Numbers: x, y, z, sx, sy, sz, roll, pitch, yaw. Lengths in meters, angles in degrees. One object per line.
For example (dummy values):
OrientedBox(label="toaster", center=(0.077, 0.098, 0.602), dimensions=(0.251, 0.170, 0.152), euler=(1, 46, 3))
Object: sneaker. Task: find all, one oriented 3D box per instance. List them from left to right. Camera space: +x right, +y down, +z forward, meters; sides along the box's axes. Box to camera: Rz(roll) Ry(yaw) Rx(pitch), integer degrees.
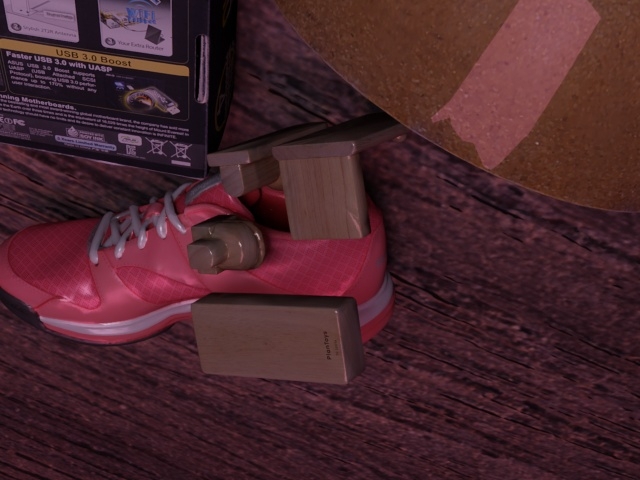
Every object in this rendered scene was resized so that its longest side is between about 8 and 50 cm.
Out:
OrientedBox(label="sneaker", center=(-0.098, -0.003, 0.787), dimensions=(0.314, 0.116, 0.136), euler=(2, 131, 1))

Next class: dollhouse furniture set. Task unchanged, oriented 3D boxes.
OrientedBox(label="dollhouse furniture set", center=(0.000, 0.000, 0.691), dimensions=(0.144, 0.123, 0.151), euler=(0, 106, 32))

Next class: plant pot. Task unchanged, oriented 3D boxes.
OrientedBox(label="plant pot", center=(0.129, -0.184, 0.424), dimensions=(0.237, 0.237, 0.254), euler=(21, 126, -12))

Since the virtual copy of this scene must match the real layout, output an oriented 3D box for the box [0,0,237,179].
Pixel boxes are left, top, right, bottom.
OrientedBox(label="box", center=(-0.243, -0.196, 0.574), dimensions=(0.395, 0.097, 0.318), euler=(10, 143, 2))
